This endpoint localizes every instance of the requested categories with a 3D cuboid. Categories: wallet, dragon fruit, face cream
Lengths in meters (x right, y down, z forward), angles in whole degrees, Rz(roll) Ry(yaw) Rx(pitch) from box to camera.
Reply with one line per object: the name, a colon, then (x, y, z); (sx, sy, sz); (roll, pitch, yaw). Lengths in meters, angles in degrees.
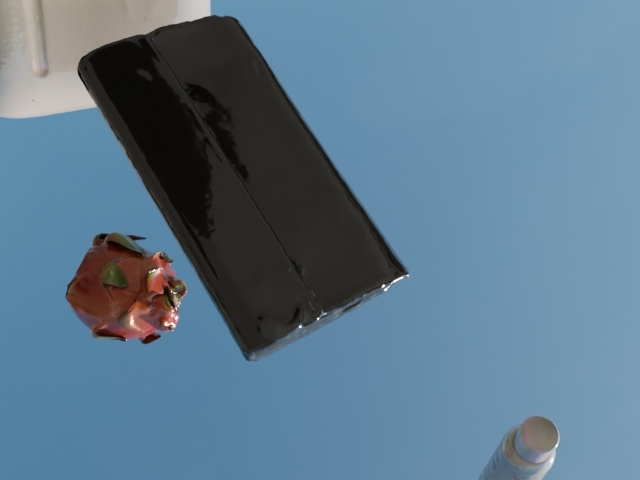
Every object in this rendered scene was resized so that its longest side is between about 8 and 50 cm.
wallet: (-0.090, -0.079, 0.964); (0.228, 0.062, 0.406); (-24, -108, -32)
dragon fruit: (-0.390, 0.099, 1.686); (0.227, 0.224, 0.224); (14, -130, -13)
face cream: (0.303, 0.341, 1.275); (0.082, 0.269, 0.082); (1, -123, -1)

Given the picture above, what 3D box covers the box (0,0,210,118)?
box: (-0.309, -0.316, 1.095); (0.349, 0.288, 0.141); (-16, -144, -30)
